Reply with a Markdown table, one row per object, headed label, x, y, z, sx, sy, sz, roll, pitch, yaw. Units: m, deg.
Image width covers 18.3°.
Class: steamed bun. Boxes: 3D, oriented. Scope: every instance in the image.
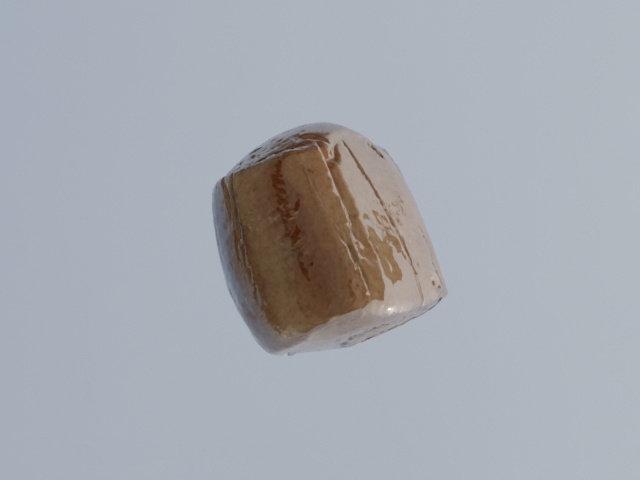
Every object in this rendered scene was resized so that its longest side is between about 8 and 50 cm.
| label | x | y | z | sx | sy | sz | roll | pitch | yaw |
| --- | --- | --- | --- | --- | --- | --- | --- | --- | --- |
| steamed bun | 0.000 | 0.000 | 1.275 | 0.106 | 0.175 | 0.145 | -28 | -101 | 28 |
